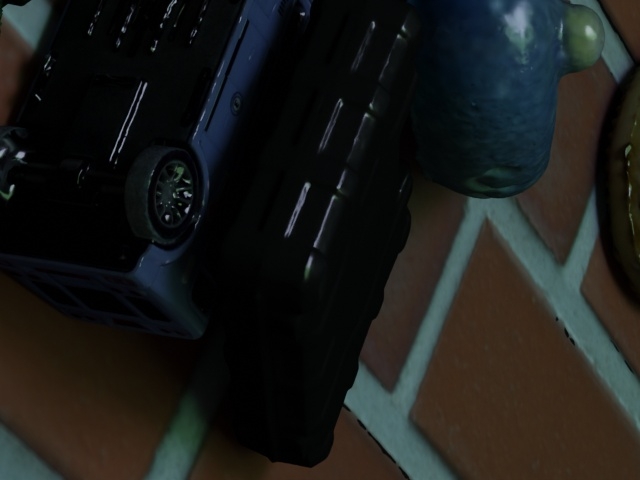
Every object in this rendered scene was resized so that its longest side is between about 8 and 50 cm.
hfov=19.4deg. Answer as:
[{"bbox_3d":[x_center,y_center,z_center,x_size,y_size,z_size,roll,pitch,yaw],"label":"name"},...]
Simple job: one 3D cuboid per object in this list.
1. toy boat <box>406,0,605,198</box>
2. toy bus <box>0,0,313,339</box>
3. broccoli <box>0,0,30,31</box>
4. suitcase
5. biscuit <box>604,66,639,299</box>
[{"bbox_3d":[0.135,-0.135,1.278,0.330,0.123,0.215,16,77,-80],"label":"toy boat"},{"bbox_3d":[-0.082,-0.097,1.072,0.133,0.125,0.292,50,54,-54],"label":"toy bus"},{"bbox_3d":[-0.273,-0.131,0.765,0.269,0.254,0.269,18,48,-21],"label":"broccoli"},{"bbox_3d":[0.001,0.000,1.127,0.285,0.066,0.206,88,21,-63],"label":"suitcase"},{"bbox_3d":[0.337,-0.059,1.676,0.259,0.079,0.259,-2,92,-55],"label":"biscuit"}]
